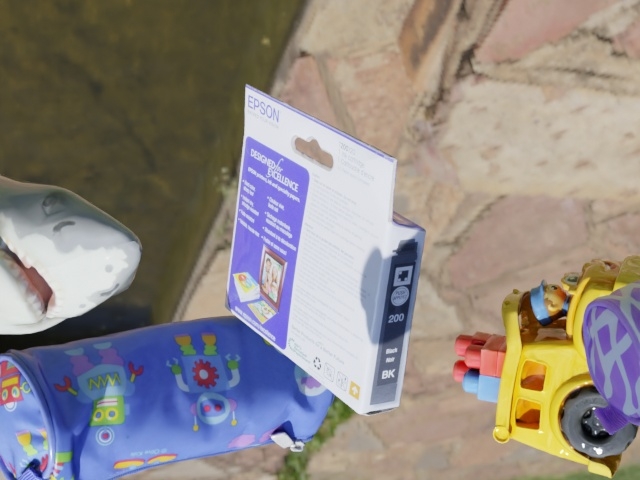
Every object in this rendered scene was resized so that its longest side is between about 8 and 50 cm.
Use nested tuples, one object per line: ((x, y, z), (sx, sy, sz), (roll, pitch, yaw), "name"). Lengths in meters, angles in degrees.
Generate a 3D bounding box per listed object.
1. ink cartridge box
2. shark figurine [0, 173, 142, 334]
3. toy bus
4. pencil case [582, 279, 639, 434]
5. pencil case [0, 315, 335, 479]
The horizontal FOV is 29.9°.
((0.000, 0.000, 0.949), (0.045, 0.206, 0.208), (-10, 117, -34), "ink cartridge box")
((-0.188, -0.049, 0.448), (0.278, 0.116, 0.166), (34, 141, -1), "shark figurine")
((0.246, 0.116, 1.277), (0.211, 0.220, 0.149), (11, -164, 19), "toy bus")
((0.263, 0.048, 0.729), (0.206, 0.086, 0.088), (-14, 131, -10), "pencil case")
((-0.128, 0.139, 1.034), (0.306, 0.133, 0.119), (-6, 155, -34), "pencil case")
